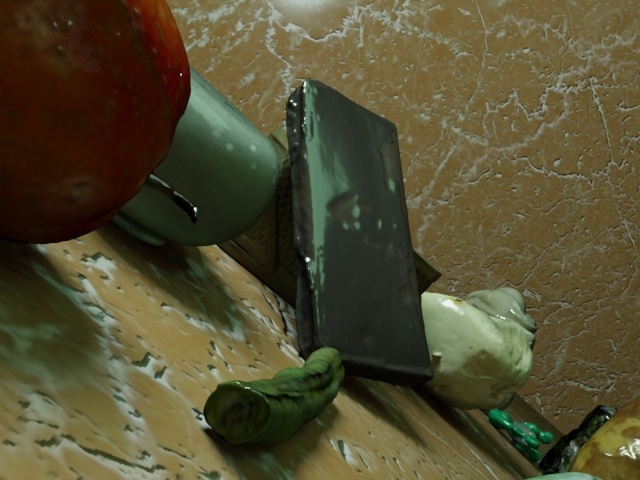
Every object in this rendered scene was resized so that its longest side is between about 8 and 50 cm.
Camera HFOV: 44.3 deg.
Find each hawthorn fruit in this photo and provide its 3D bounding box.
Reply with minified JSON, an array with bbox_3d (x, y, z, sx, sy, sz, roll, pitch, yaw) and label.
[{"bbox_3d":[-0.130,-0.069,0.388,0.194,0.157,0.157,47,1,-35],"label":"hawthorn fruit"}]

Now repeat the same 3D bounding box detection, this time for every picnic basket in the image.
[{"bbox_3d":[0.000,0.000,0.940,0.267,0.139,0.165,41,5,-20],"label":"picnic basket"}]

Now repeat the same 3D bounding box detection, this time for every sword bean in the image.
[{"bbox_3d":[-0.016,0.098,0.516,0.269,0.038,0.043,20,47,-79],"label":"sword bean"}]

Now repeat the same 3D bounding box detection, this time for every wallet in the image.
[{"bbox_3d":[0.035,-0.012,0.795,0.165,0.042,0.309,17,57,-38],"label":"wallet"}]

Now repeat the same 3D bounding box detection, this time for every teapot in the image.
[{"bbox_3d":[-0.129,-0.073,0.633,0.193,0.129,0.294,43,6,10],"label":"teapot"}]

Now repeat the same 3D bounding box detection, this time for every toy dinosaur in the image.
[{"bbox_3d":[0.341,0.331,1.350,0.096,0.059,0.132,33,-2,-12],"label":"toy dinosaur"}]

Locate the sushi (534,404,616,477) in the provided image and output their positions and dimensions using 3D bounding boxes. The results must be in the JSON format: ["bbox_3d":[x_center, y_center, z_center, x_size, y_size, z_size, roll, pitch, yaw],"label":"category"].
[{"bbox_3d":[0.454,0.382,1.028,0.350,0.171,0.211,44,3,24],"label":"sushi"}]

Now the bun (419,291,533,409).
[{"bbox_3d":[0.183,0.158,1.095,0.230,0.145,0.229,10,-9,2],"label":"bun"}]

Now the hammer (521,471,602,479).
[{"bbox_3d":[0.055,0.147,0.249,0.336,0.119,0.206,30,10,-38],"label":"hammer"}]

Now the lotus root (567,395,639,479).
[{"bbox_3d":[0.400,0.286,0.808,0.316,0.316,0.250,44,13,26],"label":"lotus root"}]

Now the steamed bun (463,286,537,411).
[{"bbox_3d":[0.295,0.188,1.477,0.144,0.217,0.211,19,16,-14],"label":"steamed bun"}]
